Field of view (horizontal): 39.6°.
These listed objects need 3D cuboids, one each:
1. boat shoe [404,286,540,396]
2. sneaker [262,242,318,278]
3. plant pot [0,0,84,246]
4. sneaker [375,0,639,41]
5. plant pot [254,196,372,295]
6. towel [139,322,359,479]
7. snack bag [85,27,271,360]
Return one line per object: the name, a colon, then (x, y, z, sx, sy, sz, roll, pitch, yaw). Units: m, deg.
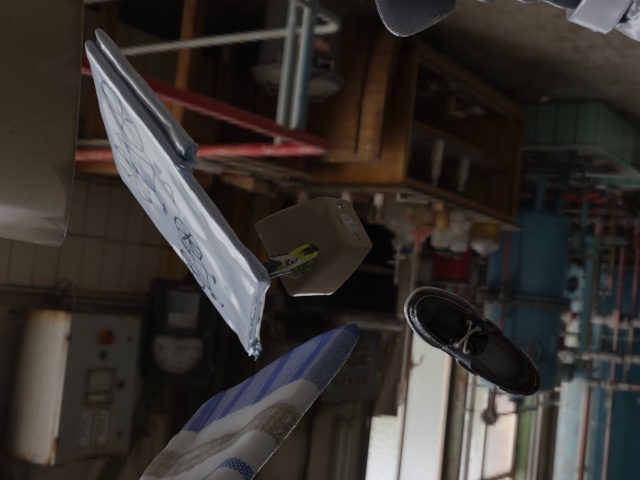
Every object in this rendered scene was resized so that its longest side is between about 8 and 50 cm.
boat shoe: (0.118, 0.080, 0.682, 0.125, 0.046, 0.038, 41, 176, -18)
sneaker: (-0.035, 0.033, 1.058, 0.083, 0.035, 0.031, -21, -141, -33)
plant pot: (-0.317, -0.130, 0.621, 0.274, 0.256, 0.256, 3, 178, -20)
sneaker: (0.170, -0.207, 0.672, 0.366, 0.210, 0.137, 47, 163, 14)
plant pot: (0.000, 0.000, 1.149, 0.096, 0.109, 0.109, -36, 161, 25)
towel: (-0.102, 0.173, 0.584, 0.285, 0.034, 0.209, -46, -175, -39)
snack bag: (-0.157, -0.037, 1.041, 0.037, 0.342, 0.323, -33, 166, -17)
